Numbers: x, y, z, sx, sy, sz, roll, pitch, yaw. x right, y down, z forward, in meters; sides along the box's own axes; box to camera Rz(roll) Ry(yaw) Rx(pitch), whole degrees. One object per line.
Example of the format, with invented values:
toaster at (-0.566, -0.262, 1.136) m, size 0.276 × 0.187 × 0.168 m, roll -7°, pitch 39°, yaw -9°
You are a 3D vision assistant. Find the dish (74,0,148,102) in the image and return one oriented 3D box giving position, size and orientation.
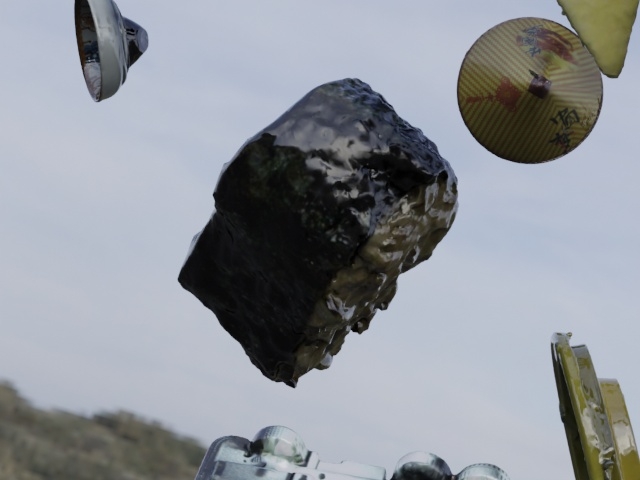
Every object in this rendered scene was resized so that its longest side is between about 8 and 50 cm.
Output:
dish at (-0.244, -0.240, 2.269) m, size 0.078 × 0.141 × 0.141 m, roll -10°, pitch -2°, yaw -16°

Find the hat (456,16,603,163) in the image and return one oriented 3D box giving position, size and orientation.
hat at (0.274, -0.194, 2.401) m, size 0.193 × 0.193 × 0.082 m, roll 18°, pitch -2°, yaw -5°

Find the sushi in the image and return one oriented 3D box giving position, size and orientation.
sushi at (0.000, 0.000, 1.702) m, size 0.171 × 0.211 × 0.350 m, roll 51°, pitch -29°, yaw 11°

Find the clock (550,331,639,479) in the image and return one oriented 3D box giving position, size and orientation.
clock at (0.245, 0.188, 1.614) m, size 0.057 × 0.237 × 0.237 m, roll -12°, pitch -13°, yaw 4°

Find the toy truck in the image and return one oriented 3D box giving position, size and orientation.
toy truck at (0.041, 0.225, 1.358) m, size 0.270 × 0.135 × 0.114 m, roll 9°, pitch 32°, yaw 9°

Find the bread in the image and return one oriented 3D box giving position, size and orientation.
bread at (0.193, -0.231, 1.370) m, size 0.141 × 0.178 × 0.266 m, roll 26°, pitch 15°, yaw -8°
